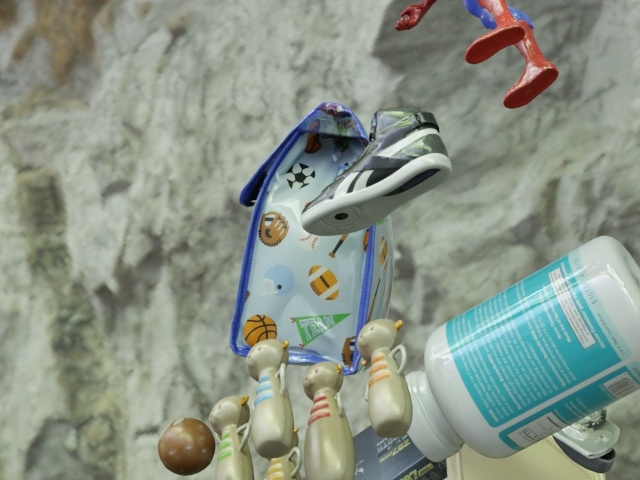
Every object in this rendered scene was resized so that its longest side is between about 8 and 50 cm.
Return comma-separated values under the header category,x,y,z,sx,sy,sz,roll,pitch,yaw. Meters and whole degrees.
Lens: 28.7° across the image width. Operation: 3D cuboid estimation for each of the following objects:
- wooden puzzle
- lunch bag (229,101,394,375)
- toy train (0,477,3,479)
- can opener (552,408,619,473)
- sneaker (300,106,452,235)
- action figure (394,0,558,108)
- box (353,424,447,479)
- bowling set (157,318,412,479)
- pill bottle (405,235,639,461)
category,x,y,z,sx,sy,sz,roll,pitch,yaw
wooden puzzle,0.291,0.347,1.766,0.221,0.239,0.044,-4,-25,5
lunch bag,0.000,0.000,1.905,0.239,0.385,0.328,9,-3,6
toy train,-0.232,0.310,1.057,0.334,0.142,0.190,23,-10,48
can opener,0.265,0.215,1.659,0.283,0.076,0.095,31,-45,31
sneaker,0.064,-0.095,1.600,0.217,0.121,0.079,-25,-33,25
action figure,0.085,-0.206,1.032,0.139,0.280,0.091,-30,-47,18
box,0.117,0.341,1.953,0.059,0.232,0.183,51,10,-20
bowling set,-0.052,0.164,1.207,0.200,0.154,0.287,21,-51,-23
pill bottle,0.204,0.117,1.218,0.264,0.146,0.146,-31,-81,17
